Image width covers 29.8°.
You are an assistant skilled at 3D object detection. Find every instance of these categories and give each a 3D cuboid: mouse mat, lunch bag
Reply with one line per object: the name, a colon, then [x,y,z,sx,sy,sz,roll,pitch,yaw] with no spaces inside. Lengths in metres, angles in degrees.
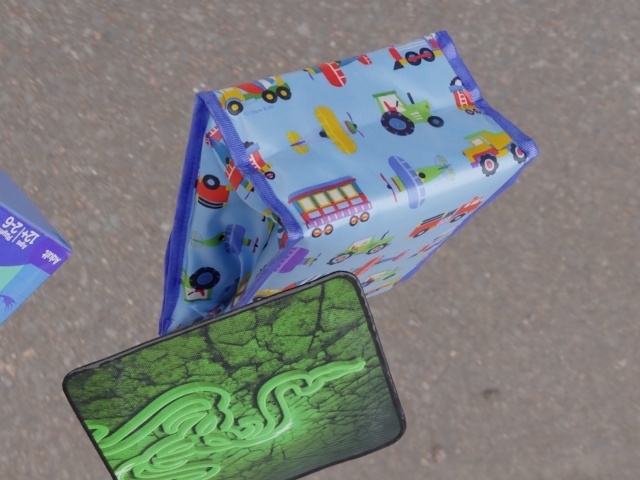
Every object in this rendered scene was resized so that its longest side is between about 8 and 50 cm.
mouse mat: [-0.048,0.105,0.750,0.190,0.007,0.152,-20,126,0]
lunch bag: [0.000,0.000,0.952,0.221,0.138,0.293,-19,153,-30]

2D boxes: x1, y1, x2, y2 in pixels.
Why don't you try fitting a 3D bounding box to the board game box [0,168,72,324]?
board game box: [-0.191,0.039,0.336,0.210,0.047,0.160,-45,155,0]
